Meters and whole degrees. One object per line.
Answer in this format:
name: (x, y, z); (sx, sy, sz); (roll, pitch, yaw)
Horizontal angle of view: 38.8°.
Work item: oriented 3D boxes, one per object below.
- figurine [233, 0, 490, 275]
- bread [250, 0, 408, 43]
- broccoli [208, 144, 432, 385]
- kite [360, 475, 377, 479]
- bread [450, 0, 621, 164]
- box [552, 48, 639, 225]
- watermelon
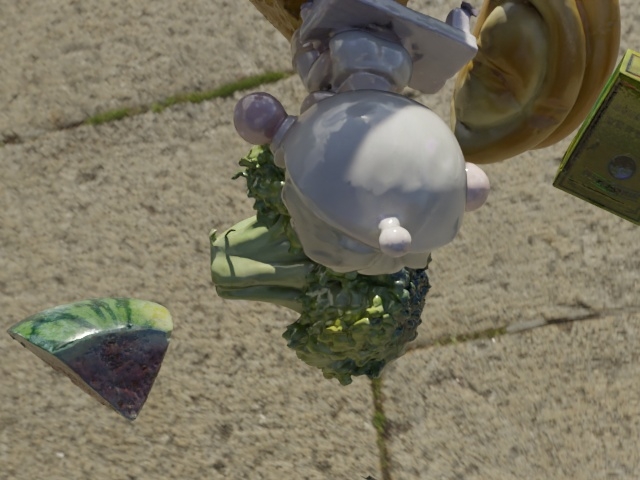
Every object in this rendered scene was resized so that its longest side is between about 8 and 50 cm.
figurine: (0.045, -0.074, 0.653); (0.144, 0.182, 0.256); (-28, 47, 31)
bread: (-0.023, -0.281, 0.812); (0.146, 0.268, 0.268); (-38, 60, 3)
broccoli: (0.001, 0.009, 1.164); (0.281, 0.293, 0.347); (-5, 95, 4)
kite: (0.249, 0.474, 1.481); (0.406, 0.368, 0.014); (25, 73, 10)
bread: (0.372, -0.360, 1.730); (0.245, 0.424, 0.329); (-18, 51, -35)
box: (0.423, -0.133, 1.226); (0.141, 0.220, 0.064); (26, 52, 6)
watermelon: (-0.382, 0.199, 1.532); (0.213, 0.262, 0.201); (2, 94, 60)
